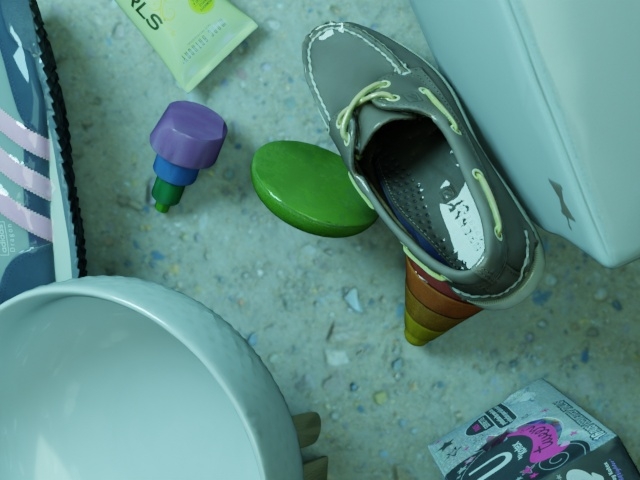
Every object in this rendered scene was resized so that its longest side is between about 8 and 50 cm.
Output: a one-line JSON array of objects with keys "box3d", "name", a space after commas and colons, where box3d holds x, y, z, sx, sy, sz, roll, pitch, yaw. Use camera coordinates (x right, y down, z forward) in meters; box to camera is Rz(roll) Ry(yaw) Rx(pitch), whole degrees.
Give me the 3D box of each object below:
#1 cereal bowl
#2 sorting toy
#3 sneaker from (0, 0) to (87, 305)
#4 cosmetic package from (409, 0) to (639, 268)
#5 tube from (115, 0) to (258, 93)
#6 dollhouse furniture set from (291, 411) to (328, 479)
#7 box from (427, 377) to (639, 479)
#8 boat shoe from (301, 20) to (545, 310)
[{"box3d": [-0.154, 0.188, 1.009, 0.339, 0.141, 0.339, 5, 101, 28], "name": "cereal bowl"}, {"box3d": [0.000, 0.000, 1.105, 0.365, 0.127, 0.126, 24, 122, -2], "name": "sorting toy"}, {"box3d": [-0.290, -0.069, 1.062, 0.131, 0.112, 0.319, -7, 94, -5], "name": "sneaker"}, {"box3d": [0.296, -0.229, 0.951, 0.393, 0.329, 0.327, -25, 105, -2], "name": "cosmetic package"}, {"box3d": [-0.171, -0.254, 1.083, 0.240, 0.062, 0.070, 47, 131, -10], "name": "tube"}, {"box3d": [-0.086, 0.190, 1.136, 0.151, 0.123, 0.144, 6, 95, 32], "name": "dollhouse furniture set"}, {"box3d": [0.202, 0.241, 1.043, 0.142, 0.247, 0.163, -31, 95, -1], "name": "box"}, {"box3d": [0.072, -0.082, 1.018, 0.116, 0.097, 0.324, -39, 62, 15], "name": "boat shoe"}]
